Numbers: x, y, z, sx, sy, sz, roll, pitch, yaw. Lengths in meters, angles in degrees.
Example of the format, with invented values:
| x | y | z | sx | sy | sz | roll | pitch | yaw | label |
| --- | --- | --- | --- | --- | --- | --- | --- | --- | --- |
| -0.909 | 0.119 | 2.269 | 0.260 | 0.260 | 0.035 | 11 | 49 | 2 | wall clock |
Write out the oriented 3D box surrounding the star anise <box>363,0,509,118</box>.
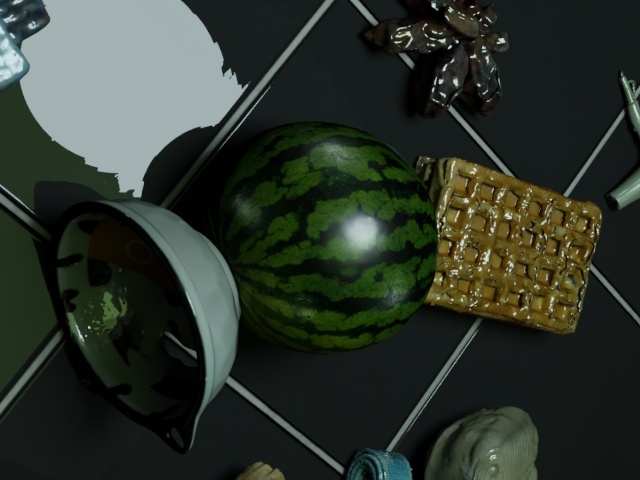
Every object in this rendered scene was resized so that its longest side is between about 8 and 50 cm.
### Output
| x | y | z | sx | sy | sz | roll | pitch | yaw | label |
| --- | --- | --- | --- | --- | --- | --- | --- | --- | --- |
| 0.170 | -0.273 | 1.371 | 0.220 | 0.099 | 0.214 | 11 | 82 | -29 | star anise |

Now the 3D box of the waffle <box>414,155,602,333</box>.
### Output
| x | y | z | sx | sy | sz | roll | pitch | yaw | label |
| --- | --- | --- | --- | --- | --- | --- | --- | --- | --- |
| 0.260 | 0.012 | 1.460 | 0.308 | 0.091 | 0.212 | 15 | 89 | -30 | waffle |

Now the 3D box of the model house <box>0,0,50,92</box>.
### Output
| x | y | z | sx | sy | sz | roll | pitch | yaw | label |
| --- | --- | --- | --- | --- | --- | --- | --- | --- | --- |
| -0.460 | -0.237 | 0.926 | 0.360 | 0.297 | 0.339 | -38 | 116 | -20 | model house |

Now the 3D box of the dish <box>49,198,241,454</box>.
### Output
| x | y | z | sx | sy | sz | roll | pitch | yaw | label |
| --- | --- | --- | --- | --- | --- | --- | --- | --- | --- |
| -0.183 | 0.074 | 1.146 | 0.120 | 0.303 | 0.303 | -27 | 109 | -42 | dish |

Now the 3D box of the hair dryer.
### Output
| x | y | z | sx | sy | sz | roll | pitch | yaw | label |
| --- | --- | --- | --- | --- | --- | --- | --- | --- | --- |
| 0.493 | -0.145 | 1.595 | 0.199 | 0.067 | 0.167 | 45 | 81 | -15 | hair dryer |

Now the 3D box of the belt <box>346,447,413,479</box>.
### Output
| x | y | z | sx | sy | sz | roll | pitch | yaw | label |
| --- | --- | --- | --- | --- | --- | --- | --- | --- | --- |
| 0.053 | 0.442 | 1.411 | 0.072 | 0.087 | 0.302 | 17 | 89 | -42 | belt |

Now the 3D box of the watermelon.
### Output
| x | y | z | sx | sy | sz | roll | pitch | yaw | label |
| --- | --- | --- | --- | --- | --- | --- | --- | --- | --- |
| 0.000 | 0.000 | 1.211 | 0.285 | 0.285 | 0.285 | -4 | 99 | -28 | watermelon |

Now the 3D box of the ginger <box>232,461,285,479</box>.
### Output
| x | y | z | sx | sy | sz | roll | pitch | yaw | label |
| --- | --- | --- | --- | --- | --- | --- | --- | --- | --- |
| -0.090 | 0.426 | 1.307 | 0.221 | 0.130 | 0.275 | 4 | 105 | -45 | ginger |

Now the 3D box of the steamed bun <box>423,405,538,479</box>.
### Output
| x | y | z | sx | sy | sz | roll | pitch | yaw | label |
| --- | --- | --- | --- | --- | --- | --- | --- | --- | --- |
| 0.223 | 0.344 | 1.460 | 0.218 | 0.144 | 0.211 | -23 | 119 | -56 | steamed bun |
